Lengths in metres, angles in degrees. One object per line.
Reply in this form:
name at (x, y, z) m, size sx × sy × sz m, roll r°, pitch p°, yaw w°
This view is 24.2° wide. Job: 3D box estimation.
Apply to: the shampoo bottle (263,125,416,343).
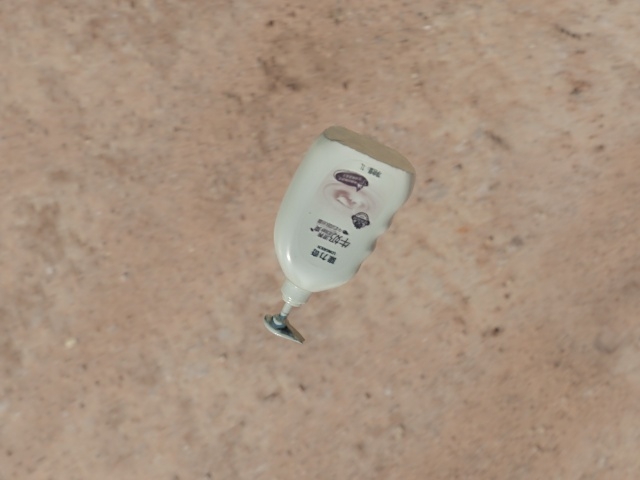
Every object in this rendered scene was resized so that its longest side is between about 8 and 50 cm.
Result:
shampoo bottle at (0.000, 0.000, 1.020) m, size 0.077 × 0.045 × 0.152 m, roll 24°, pitch 111°, yaw -18°
